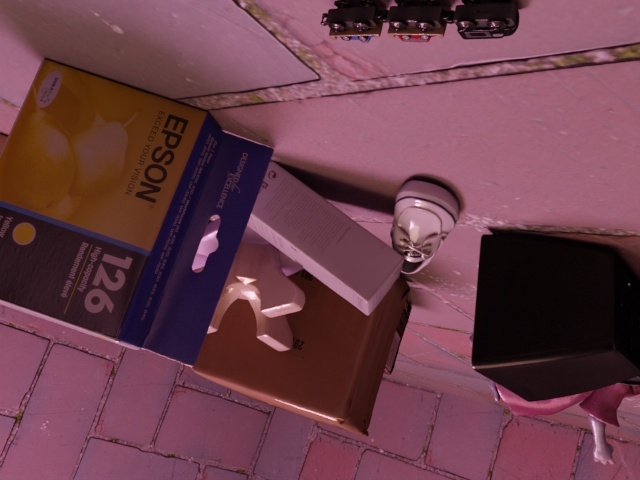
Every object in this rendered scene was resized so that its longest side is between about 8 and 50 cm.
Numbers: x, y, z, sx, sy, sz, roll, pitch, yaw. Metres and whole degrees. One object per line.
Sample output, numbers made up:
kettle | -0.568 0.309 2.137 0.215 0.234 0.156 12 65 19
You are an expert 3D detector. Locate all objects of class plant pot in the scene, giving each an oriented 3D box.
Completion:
plant pot | 0.321 0.101 0.923 0.167 0.187 0.188 -8 152 37

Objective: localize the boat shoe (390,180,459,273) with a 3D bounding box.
boat shoe | 0.135 -0.007 0.938 0.083 0.075 0.226 15 166 13

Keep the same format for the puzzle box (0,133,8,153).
puzzle box | -0.730 -0.186 1.440 0.409 0.052 0.272 19 166 0

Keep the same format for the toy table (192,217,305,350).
toy table | -0.124 0.066 1.191 0.252 0.160 0.274 30 140 -31

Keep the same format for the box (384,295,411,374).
box | 0.072 0.171 1.506 0.203 0.166 0.168 15 166 16

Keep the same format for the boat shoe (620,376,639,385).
boat shoe | 0.454 0.143 0.990 0.340 0.127 0.113 7 161 34

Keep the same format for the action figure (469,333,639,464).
action figure | 0.499 0.223 1.255 0.370 0.248 0.275 -29 88 56

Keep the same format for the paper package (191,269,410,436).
paper package | -0.031 0.168 1.336 0.325 0.309 0.168 12 162 25

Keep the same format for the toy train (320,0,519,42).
toy train | 0.071 -0.165 0.530 0.158 0.027 0.036 10 174 31

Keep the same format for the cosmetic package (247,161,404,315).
cosmetic package | 0.000 0.000 0.990 0.231 0.085 0.117 38 170 13

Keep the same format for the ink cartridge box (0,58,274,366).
ink cartridge box | -0.251 -0.037 0.866 0.307 0.303 0.072 17 167 5

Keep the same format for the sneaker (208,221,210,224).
sneaker | -0.257 -0.048 1.258 0.135 0.097 0.276 16 164 -12
